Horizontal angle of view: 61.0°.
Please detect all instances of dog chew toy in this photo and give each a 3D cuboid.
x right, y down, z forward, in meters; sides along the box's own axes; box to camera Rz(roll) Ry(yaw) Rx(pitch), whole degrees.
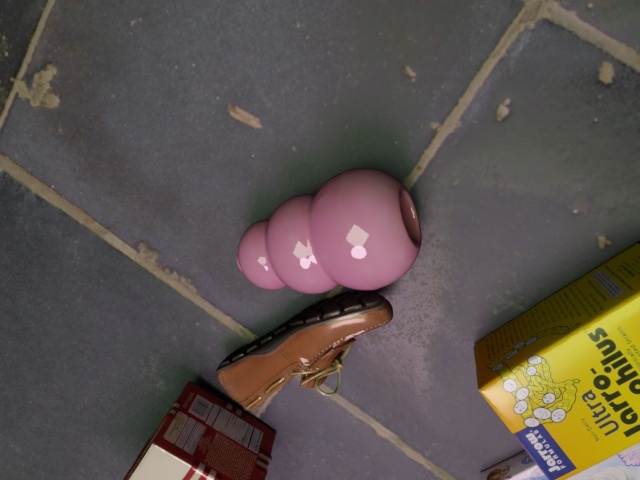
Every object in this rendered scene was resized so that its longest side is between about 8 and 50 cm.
[{"bbox_3d":[0.000,0.000,0.948,0.332,0.207,0.206,-15,97,24],"label":"dog chew toy"}]

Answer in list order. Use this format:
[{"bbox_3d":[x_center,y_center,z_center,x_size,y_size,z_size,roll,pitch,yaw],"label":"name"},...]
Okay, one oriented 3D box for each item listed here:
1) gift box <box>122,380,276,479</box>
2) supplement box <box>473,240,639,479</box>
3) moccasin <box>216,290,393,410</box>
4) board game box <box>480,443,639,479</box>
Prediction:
[{"bbox_3d":[-0.271,0.460,1.068,0.277,0.255,0.258,33,104,0],"label":"gift box"},{"bbox_3d":[0.452,0.183,0.867,0.357,0.195,0.194,-38,90,17],"label":"supplement box"},{"bbox_3d":[-0.024,0.216,1.017,0.380,0.139,0.146,-33,92,17],"label":"moccasin"},{"bbox_3d":[0.514,0.493,0.977,0.319,0.066,0.318,-37,90,17],"label":"board game box"}]
